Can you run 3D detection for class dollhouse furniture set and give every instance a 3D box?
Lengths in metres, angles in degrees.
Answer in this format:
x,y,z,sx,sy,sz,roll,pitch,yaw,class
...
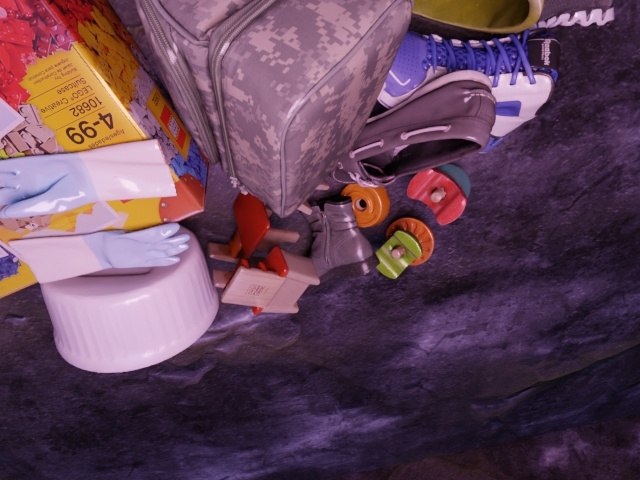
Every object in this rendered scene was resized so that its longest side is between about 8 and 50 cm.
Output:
x,y,z,sx,sy,sz,roll,pitch,yaw,class
-0.107,-0.009,0.683,0.135,0.259,0.262,15,124,-34,dollhouse furniture set

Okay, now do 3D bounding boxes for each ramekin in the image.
x,y,z,sx,sy,sz,roll,pitch,yaw,class
-0.326,0.076,0.708,0.277,0.277,0.135,-5,123,-7,ramekin

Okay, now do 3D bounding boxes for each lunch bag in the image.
x,y,z,sx,sy,sz,roll,pitch,yaw,class
-0.077,-0.200,0.485,0.256,0.305,0.212,40,76,5,lunch bag

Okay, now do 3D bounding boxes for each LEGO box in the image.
x,y,z,sx,sy,sz,roll,pitch,yaw,class
-0.470,-0.129,0.551,0.500,0.193,0.372,-22,130,8,LEGO box

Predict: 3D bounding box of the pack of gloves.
x,y,z,sx,sy,sz,roll,pitch,yaw,class
-0.297,-0.018,0.522,0.232,0.046,0.195,-9,130,-4,pack of gloves

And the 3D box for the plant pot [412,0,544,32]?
x,y,z,sx,sy,sz,roll,pitch,yaw,class
0.108,-0.434,0.342,0.366,0.366,0.353,15,114,-22,plant pot

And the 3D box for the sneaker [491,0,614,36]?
x,y,z,sx,sy,sz,roll,pitch,yaw,class
0.333,-0.365,0.597,0.234,0.078,0.106,-10,128,-8,sneaker

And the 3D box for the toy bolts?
x,y,z,sx,sy,sz,roll,pitch,yaw,class
0.178,-0.077,0.800,0.218,0.158,0.228,48,126,5,toy bolts

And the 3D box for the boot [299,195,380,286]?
x,y,z,sx,sy,sz,roll,pitch,yaw,class
0.000,0.000,0.825,0.246,0.083,0.161,-17,101,45,boot

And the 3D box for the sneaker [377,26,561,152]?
x,y,z,sx,sy,sz,roll,pitch,yaw,class
0.228,-0.250,0.593,0.315,0.127,0.182,15,159,-30,sneaker

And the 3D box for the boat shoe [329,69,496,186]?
x,y,z,sx,sy,sz,roll,pitch,yaw,class
0.108,-0.133,0.621,0.112,0.095,0.335,13,162,-30,boat shoe
